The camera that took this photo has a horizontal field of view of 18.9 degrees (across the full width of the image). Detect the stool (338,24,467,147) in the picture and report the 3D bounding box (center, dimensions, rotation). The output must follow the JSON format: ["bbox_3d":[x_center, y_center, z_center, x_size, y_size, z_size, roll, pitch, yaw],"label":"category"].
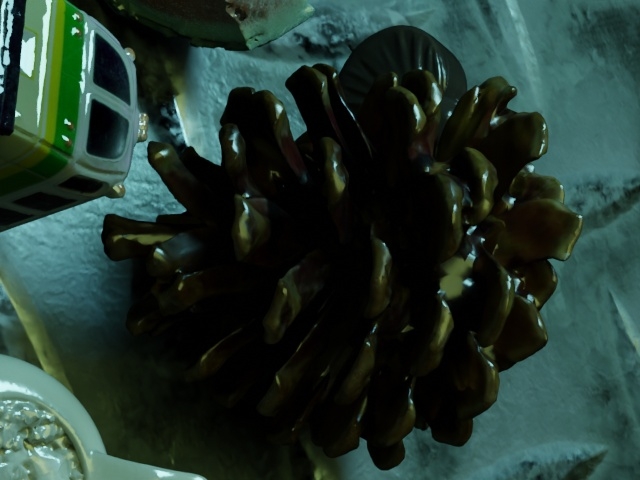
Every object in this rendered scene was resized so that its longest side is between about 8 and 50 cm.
[{"bbox_3d":[0.100,-0.124,1.863,0.121,0.125,0.217,34,8,-45],"label":"stool"}]

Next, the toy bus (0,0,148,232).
[{"bbox_3d":[-0.286,-0.079,1.414,0.179,0.305,0.143,27,55,-46],"label":"toy bus"}]

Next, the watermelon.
[{"bbox_3d":[-0.151,-0.283,1.687,0.318,0.226,0.148,46,75,-2],"label":"watermelon"}]

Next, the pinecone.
[{"bbox_3d":[0.000,0.000,1.608,0.384,0.384,0.384,17,61,-35],"label":"pinecone"}]

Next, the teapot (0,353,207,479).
[{"bbox_3d":[-0.231,0.184,1.454,0.299,0.166,0.208,7,56,-29],"label":"teapot"}]
